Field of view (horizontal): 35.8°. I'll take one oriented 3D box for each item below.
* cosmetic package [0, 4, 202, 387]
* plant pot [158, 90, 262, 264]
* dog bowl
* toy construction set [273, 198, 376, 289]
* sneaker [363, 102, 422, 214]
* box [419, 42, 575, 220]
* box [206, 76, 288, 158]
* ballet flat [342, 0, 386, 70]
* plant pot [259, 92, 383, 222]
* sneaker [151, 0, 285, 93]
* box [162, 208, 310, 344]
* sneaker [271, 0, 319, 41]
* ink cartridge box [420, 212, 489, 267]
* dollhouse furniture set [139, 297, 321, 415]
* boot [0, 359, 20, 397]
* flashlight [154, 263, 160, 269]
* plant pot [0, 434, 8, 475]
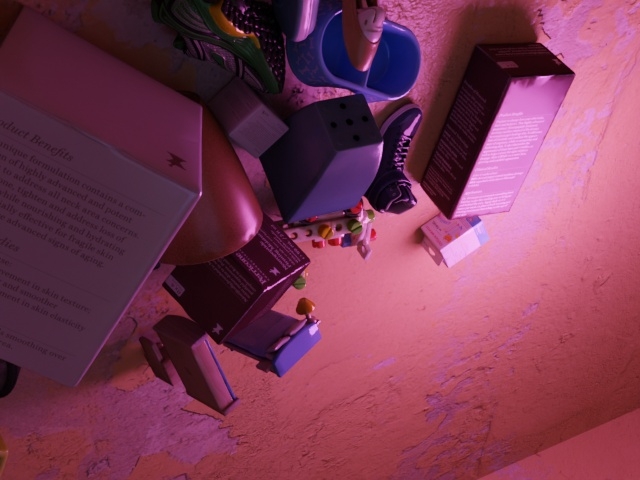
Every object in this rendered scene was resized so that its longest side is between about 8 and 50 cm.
[{"bbox_3d":[-0.410,-0.066,1.489,0.329,0.327,0.394,29,113,-20],"label":"cosmetic package"},{"bbox_3d":[-0.239,-0.126,1.755,0.237,0.237,0.254,-22,126,-18],"label":"plant pot"},{"bbox_3d":[0.071,-0.344,1.808,0.297,0.074,0.166,10,96,-44],"label":"dog bowl"},{"bbox_3d":[0.000,0.000,2.112,0.327,0.151,0.215,-18,117,-33],"label":"toy construction set"},{"bbox_3d":[0.169,-0.159,2.067,0.086,0.163,0.226,15,118,-44],"label":"sneaker"},{"bbox_3d":[0.379,-0.236,2.169,0.191,0.143,0.382,-8,136,-32],"label":"box"},{"bbox_3d":[-0.133,-0.226,1.806,0.087,0.101,0.102,-41,143,7],"label":"box"},{"bbox_3d":[0.074,-0.409,1.689,0.080,0.073,0.232,-9,92,-49],"label":"ballet flat"},{"bbox_3d":[0.014,-0.167,1.860,0.165,0.166,0.234,-14,164,-27],"label":"plant pot"},{"bbox_3d":[-0.159,-0.349,1.663,0.146,0.134,0.343,-10,156,21],"label":"sneaker"},{"bbox_3d":[-0.161,0.064,1.932,0.167,0.168,0.203,-49,172,29],"label":"box"},{"bbox_3d":[0.028,-0.485,1.620,0.208,0.127,0.319,-16,133,-24],"label":"sneaker"},{"bbox_3d":[0.318,-0.012,2.397,0.143,0.092,0.090,-35,143,-2],"label":"ink cartridge box"},{"bbox_3d":[-0.201,0.174,2.132,0.303,0.286,0.198,-40,128,-29],"label":"dollhouse furniture set"},{"bbox_3d":[-0.651,0.180,1.829,0.222,0.118,0.338,19,145,-19],"label":"boot"},{"bbox_3d":[-0.458,0.045,1.853,0.303,0.103,0.103,-15,165,-19],"label":"flashlight"},{"bbox_3d":[-0.763,0.415,1.913,0.227,0.207,0.228,3,129,-39],"label":"plant pot"}]
